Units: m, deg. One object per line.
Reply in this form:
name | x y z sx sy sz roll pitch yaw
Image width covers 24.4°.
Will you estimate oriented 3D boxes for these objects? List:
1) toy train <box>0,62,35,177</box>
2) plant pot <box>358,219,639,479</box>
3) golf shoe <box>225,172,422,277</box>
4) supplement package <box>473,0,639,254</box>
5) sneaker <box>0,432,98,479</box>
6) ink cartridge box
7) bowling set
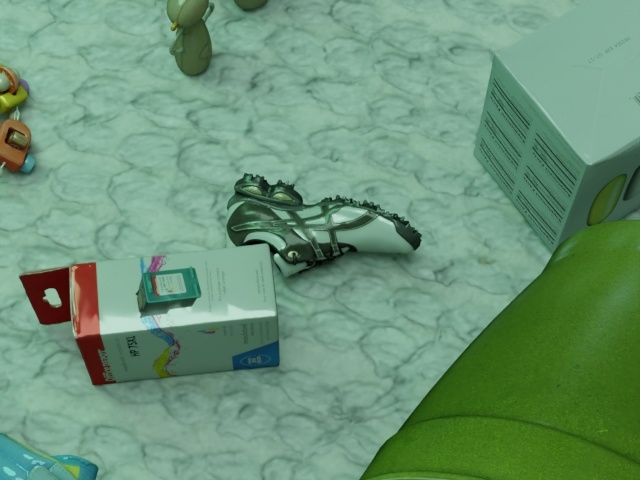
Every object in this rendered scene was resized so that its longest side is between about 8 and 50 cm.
toy train | -0.350 -0.145 1.507 0.166 0.046 0.125 32 47 -20
plant pot | 0.244 0.180 1.251 0.366 0.366 0.353 25 56 11
golf shoe | 0.000 0.000 1.469 0.198 0.077 0.093 12 76 13
supplement package | 0.277 -0.123 1.452 0.194 0.203 0.149 -30 69 -13
sneaker | -0.251 0.304 1.286 0.208 0.127 0.319 -31 70 -13
ink cartridge box | -0.156 0.074 1.391 0.231 0.134 0.078 -6 65 -3
bowling set | -0.126 -0.338 1.576 0.200 0.154 0.287 33 68 14
